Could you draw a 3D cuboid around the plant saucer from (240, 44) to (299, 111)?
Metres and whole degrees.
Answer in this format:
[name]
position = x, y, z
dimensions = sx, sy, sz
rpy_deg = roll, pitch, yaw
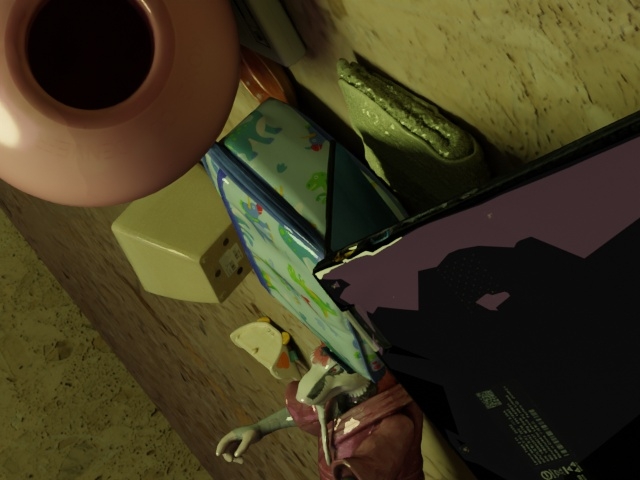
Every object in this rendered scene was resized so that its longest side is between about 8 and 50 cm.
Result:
[plant saucer]
position = -0.044, -0.126, 1.355
dimensions = 0.083, 0.013, 0.083
rpy_deg = 46, 165, 16

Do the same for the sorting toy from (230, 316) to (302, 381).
[sorting toy]
position = -0.047, 0.128, 1.961
dimensions = 0.083, 0.045, 0.075
rpy_deg = 35, 166, 47

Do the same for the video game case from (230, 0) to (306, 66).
[video game case]
position = -0.102, -0.226, 1.269
dimensions = 0.183, 0.023, 0.201
rpy_deg = 32, 157, 53

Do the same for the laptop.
[laptop]
position = 0.198, 0.079, 1.036
dimensions = 0.408, 0.236, 0.382
rpy_deg = -26, 109, 45

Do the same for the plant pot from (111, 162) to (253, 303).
[plant pot]
position = -0.118, -0.002, 1.739
dimensions = 0.096, 0.109, 0.109
rpy_deg = 25, 153, 33

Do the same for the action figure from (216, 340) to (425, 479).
[action figure]
position = 0.058, 0.229, 1.613
dimensions = 0.248, 0.276, 0.370
rpy_deg = -117, 22, -62

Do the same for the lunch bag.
[lunch bag]
position = 0.000, 0.000, 1.369
dimensions = 0.176, 0.090, 0.219
rpy_deg = 44, 168, 28

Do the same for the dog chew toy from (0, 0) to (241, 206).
[dog chew toy]
position = -0.168, -0.128, 1.296
dimensions = 0.206, 0.206, 0.332
rpy_deg = 53, 174, -6

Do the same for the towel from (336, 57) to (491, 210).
[towel]
position = 0.066, -0.053, 1.167
dimensions = 0.148, 0.027, 0.110
rpy_deg = 38, 162, 44
